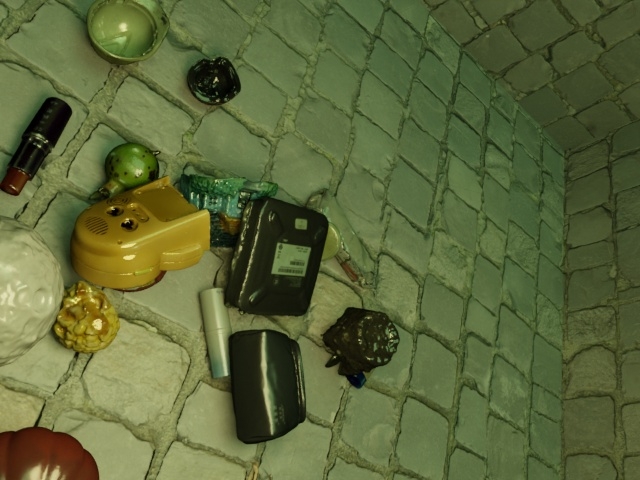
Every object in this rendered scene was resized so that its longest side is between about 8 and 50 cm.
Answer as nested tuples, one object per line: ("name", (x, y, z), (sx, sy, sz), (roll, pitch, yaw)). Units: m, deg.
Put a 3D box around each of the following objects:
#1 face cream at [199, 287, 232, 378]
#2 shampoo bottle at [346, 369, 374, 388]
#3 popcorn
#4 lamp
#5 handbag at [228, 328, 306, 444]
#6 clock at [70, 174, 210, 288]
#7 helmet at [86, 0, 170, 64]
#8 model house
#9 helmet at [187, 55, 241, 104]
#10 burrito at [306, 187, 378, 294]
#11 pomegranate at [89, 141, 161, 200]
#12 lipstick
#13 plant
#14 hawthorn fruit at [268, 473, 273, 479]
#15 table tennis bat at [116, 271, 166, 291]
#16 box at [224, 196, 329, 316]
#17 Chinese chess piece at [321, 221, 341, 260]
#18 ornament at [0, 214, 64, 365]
("face cream", (-0.293, 0.265, 1.584), (0.077, 0.077, 0.249), (-2, 75, -41))
("shampoo bottle", (0.156, 0.425, 1.921), (0.087, 0.050, 0.183), (52, 48, -8))
("popcorn", (-0.567, 0.184, 1.331), (0.170, 0.180, 0.179), (39, 43, -66))
("lamp", (-0.598, 0.523, 1.098), (0.303, 0.257, 0.302), (-5, 105, -19))
("handbag", (-0.124, 0.403, 1.557), (0.275, 0.178, 0.301), (25, 54, -62))
("clock", (-0.470, -0.012, 1.400), (0.317, 0.200, 0.244), (-22, 47, -40))
("helmet", (-0.588, -0.611, 1.636), (0.204, 0.137, 0.257), (47, 56, -16))
("model house", (-0.286, -0.073, 1.648), (0.261, 0.226, 0.240), (2, 97, -38))
("helmet", (-0.358, -0.514, 1.821), (0.177, 0.107, 0.153), (-20, 89, -24))
("burrito", (0.090, 0.018, 1.989), (0.445, 0.101, 0.139), (59, 33, -6))
("pomegranate", (-0.528, -0.168, 1.514), (0.156, 0.156, 0.220), (22, 78, -33))
("lipstick", (-0.730, -0.241, 1.412), (0.081, 0.081, 0.299), (30, 56, -28))
("plant", (0.111, 0.320, 1.780), (0.188, 0.276, 0.199), (49, 58, -10))
("hawthorn fruit", (-0.038, 0.816, 1.503), (0.263, 0.231, 0.235), (10, 54, 7))
("table tennis bat", (-0.493, 0.045, 1.535), (0.310, 0.038, 0.200), (1, 73, -36))
("box", (-0.120, 0.059, 1.675), (0.359, 0.091, 0.350), (12, 93, -54))
("Chinese chess piece", (0.000, 0.000, 1.897), (0.144, 0.144, 0.058), (64, 11, -2))
("ornament", (-0.706, 0.112, 1.131), (0.337, 0.337, 0.336), (16, 64, -35))
